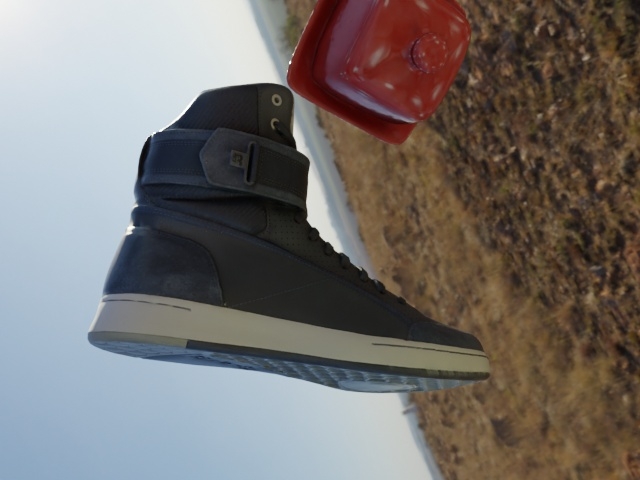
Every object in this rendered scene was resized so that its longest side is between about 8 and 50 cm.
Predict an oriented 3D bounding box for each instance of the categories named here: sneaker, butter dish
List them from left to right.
[{"bbox_3d":[0.000,-0.001,0.385,0.086,0.226,0.163,139,142,-61],"label":"sneaker"},{"bbox_3d":[0.076,-0.178,0.620,0.159,0.160,0.118,23,-172,-30],"label":"butter dish"}]
